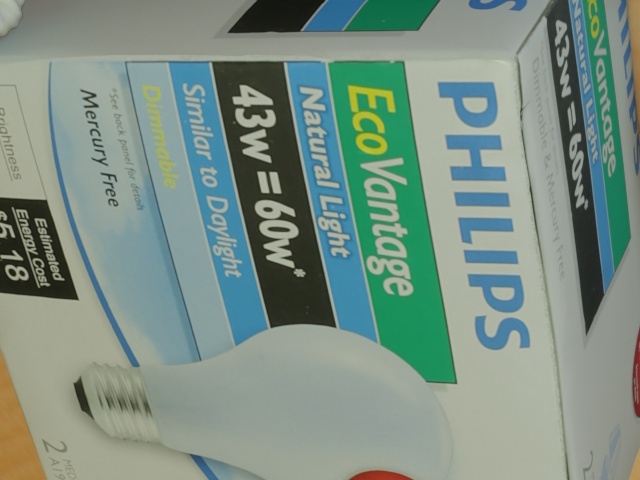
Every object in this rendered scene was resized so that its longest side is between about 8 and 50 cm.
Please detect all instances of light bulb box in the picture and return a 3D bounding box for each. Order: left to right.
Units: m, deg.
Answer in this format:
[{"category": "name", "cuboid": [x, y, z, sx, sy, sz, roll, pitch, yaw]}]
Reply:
[{"category": "light bulb box", "cuboid": [0.000, 0.000, 0.866, 0.361, 0.225, 0.357, 2, 123, 25]}]

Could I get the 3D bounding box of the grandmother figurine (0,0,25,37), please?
[{"category": "grandmother figurine", "cuboid": [-0.143, -0.253, 0.727, 0.208, 0.104, 0.342, 25, 90, 16]}]
